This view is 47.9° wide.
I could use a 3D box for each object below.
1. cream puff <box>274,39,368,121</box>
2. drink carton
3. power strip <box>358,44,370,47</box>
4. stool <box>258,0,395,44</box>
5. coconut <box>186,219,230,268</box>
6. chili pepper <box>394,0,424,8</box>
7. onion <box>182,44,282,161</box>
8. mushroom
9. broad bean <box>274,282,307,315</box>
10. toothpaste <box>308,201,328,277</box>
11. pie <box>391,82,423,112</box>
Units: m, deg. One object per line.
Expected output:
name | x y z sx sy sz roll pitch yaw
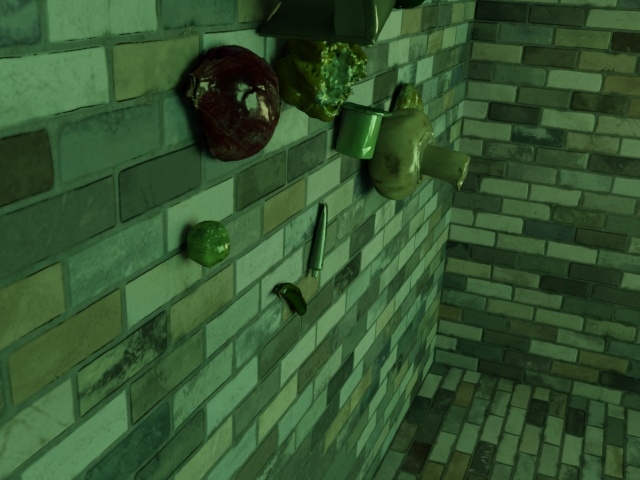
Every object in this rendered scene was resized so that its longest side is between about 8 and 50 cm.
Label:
cream puff | -0.014 -0.396 1.646 0.221 0.195 0.194 -59 155 -18
drink carton | 0.110 -0.314 2.065 0.144 0.146 0.142 -24 131 -66
power strip | 0.059 -0.624 1.746 0.091 0.062 0.385 -63 142 -28
stool | 0.002 -0.547 1.437 0.243 0.270 0.170 80 27 -46
coconut | -0.217 0.010 1.400 0.088 0.088 0.096 -43 131 -59
chili pepper | 0.192 -0.743 1.934 0.257 0.233 0.248 -38 118 -57
onion | -0.156 -0.263 1.377 0.283 0.120 0.227 -8 103 -69
mushroom | 0.330 -0.270 2.396 0.314 0.336 0.314 -51 152 -41
broad bean | -0.078 0.154 1.928 0.227 0.039 0.069 42 55 -66
toothpaste | 0.000 0.000 2.063 0.064 0.041 0.218 39 60 -80
pie | 0.313 -0.438 2.653 0.302 0.067 0.302 12 90 -72
